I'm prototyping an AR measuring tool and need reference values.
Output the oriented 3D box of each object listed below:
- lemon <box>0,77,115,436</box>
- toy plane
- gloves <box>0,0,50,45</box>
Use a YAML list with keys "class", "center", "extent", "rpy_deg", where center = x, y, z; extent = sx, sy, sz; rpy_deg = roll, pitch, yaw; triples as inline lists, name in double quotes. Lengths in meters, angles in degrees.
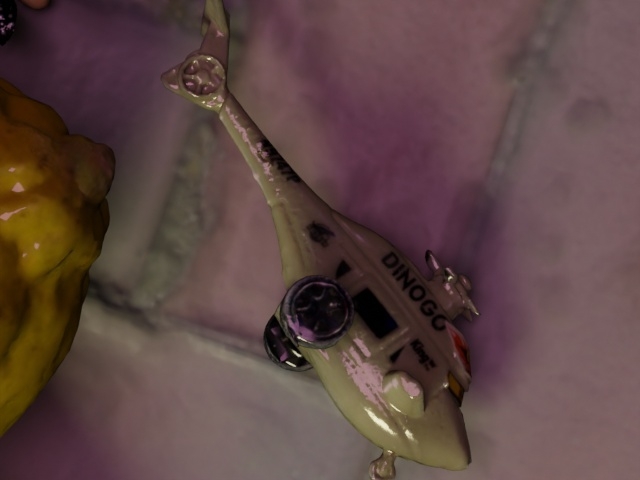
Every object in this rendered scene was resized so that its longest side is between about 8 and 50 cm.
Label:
- class: "lemon"
  center: [-0.272, 0.022, 0.919]
  extent: [0.316, 0.285, 0.285]
  rpy_deg: [7, 90, -5]
- class: "toy plane"
  center: [0.000, 0.000, 0.958]
  extent: [0.108, 0.092, 0.286]
  rpy_deg: [-35, 82, -14]
- class: "gloves"
  center: [-0.243, -0.162, 1.012]
  extent: [0.180, 0.106, 0.129]
  rpy_deg: [15, 98, -18]
